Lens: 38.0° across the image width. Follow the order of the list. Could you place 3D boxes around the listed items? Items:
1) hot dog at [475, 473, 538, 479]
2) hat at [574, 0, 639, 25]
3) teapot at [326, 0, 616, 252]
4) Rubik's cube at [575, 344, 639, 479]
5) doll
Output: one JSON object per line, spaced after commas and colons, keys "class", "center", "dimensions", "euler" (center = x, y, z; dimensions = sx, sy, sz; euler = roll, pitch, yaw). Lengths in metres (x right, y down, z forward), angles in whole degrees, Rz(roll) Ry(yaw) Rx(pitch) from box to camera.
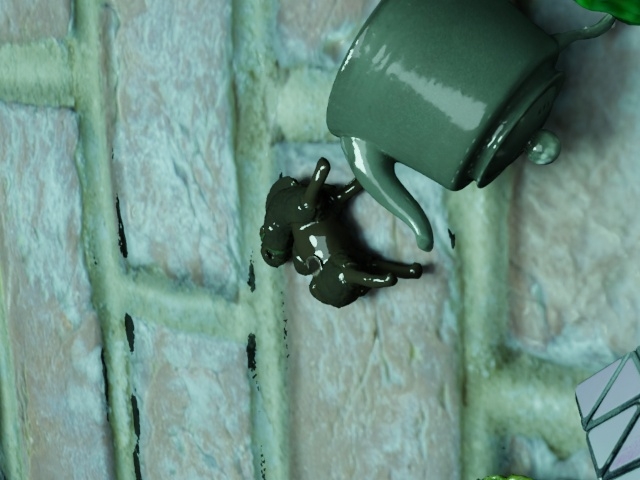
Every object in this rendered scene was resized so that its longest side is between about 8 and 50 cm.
{"class": "hot dog", "center": [0.197, 0.255, 0.696], "dimensions": [0.337, 0.135, 0.100], "euler": [3, 127, 40]}
{"class": "hat", "center": [0.282, -0.204, 0.445], "dimensions": [0.332, 0.242, 0.274], "euler": [27, 102, 13]}
{"class": "teapot", "center": [0.115, -0.111, 0.667], "dimensions": [0.149, 0.162, 0.239], "euler": [38, 94, 15]}
{"class": "Rubik's cube", "center": [0.252, 0.099, 0.657], "dimensions": [0.178, 0.211, 0.190], "euler": [14, 91, 63]}
{"class": "doll", "center": [0.000, 0.000, 0.843], "dimensions": [0.165, 0.057, 0.139], "euler": [-30, 84, 49]}
